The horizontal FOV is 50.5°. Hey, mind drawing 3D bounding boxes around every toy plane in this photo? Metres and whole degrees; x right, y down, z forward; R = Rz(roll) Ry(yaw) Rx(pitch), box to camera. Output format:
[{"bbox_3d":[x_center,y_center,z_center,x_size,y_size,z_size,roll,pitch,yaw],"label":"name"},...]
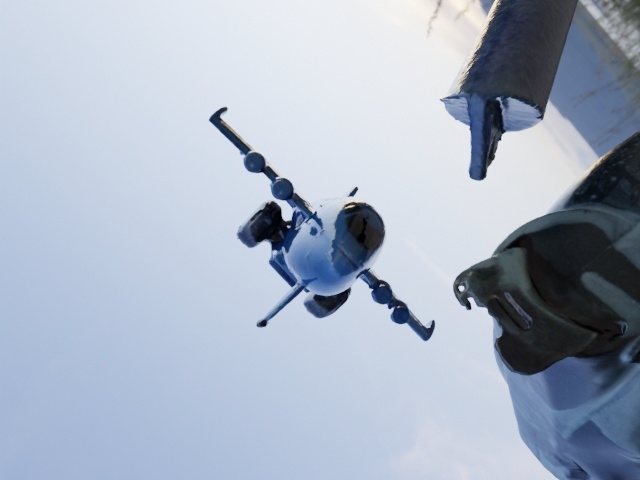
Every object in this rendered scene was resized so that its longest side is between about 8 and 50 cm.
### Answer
[{"bbox_3d":[0.000,0.000,0.509,0.254,0.105,0.271,46,-170,-7],"label":"toy plane"}]

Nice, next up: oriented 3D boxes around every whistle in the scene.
[{"bbox_3d":[0.147,-0.149,0.481,0.062,0.062,0.304,44,-135,-13],"label":"whistle"}]

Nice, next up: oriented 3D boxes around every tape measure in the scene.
[{"bbox_3d":[0.238,0.052,0.441,0.147,0.275,0.256,54,174,43],"label":"tape measure"}]
